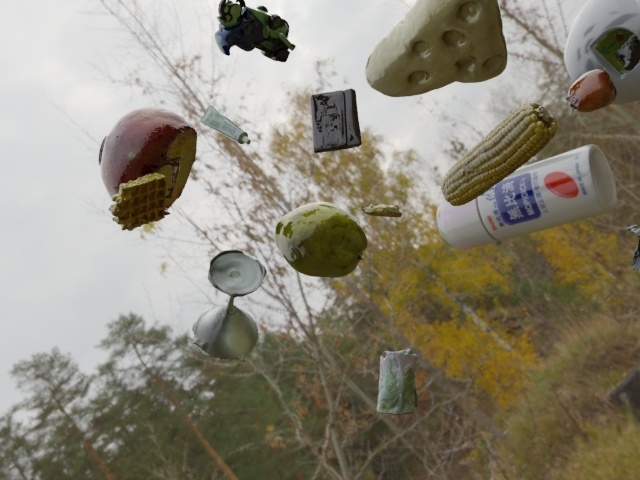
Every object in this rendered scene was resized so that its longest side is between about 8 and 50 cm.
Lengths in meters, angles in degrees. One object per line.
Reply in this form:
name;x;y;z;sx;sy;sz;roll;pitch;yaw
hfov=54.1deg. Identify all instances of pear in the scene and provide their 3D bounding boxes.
pear;0.000;0.000;2.141;0.269;0.322;0.268;19;-90;-76

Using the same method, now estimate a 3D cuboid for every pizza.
pizza;0.212;-0.100;2.053;0.160;0.035;0.099;3;-8;-32

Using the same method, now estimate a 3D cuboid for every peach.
peach;-0.623;-0.282;2.235;0.335;0.310;0.405;-69;2;-47

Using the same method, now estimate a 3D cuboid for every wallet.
wallet;0.052;-0.437;2.278;0.182;0.228;0.049;-7;-13;14

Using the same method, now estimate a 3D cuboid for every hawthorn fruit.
hawthorn fruit;0.537;-0.294;1.253;0.093;0.081;0.081;-27;-7;29

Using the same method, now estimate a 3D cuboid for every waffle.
waffle;-0.584;-0.115;1.994;0.211;0.055;0.160;-33;-43;-53

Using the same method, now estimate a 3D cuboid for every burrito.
burrito;0.263;0.487;2.153;0.089;0.144;0.228;-54;-37;-75

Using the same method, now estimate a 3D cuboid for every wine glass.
wine glass;-0.191;0.137;1.342;0.156;0.156;0.232;-33;-26;-36

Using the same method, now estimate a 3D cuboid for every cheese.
cheese;0.262;-0.491;1.472;0.351;0.129;0.328;-7;-27;10

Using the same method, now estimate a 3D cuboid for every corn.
corn;0.282;-0.133;1.021;0.080;0.080;0.231;-28;-12;-46

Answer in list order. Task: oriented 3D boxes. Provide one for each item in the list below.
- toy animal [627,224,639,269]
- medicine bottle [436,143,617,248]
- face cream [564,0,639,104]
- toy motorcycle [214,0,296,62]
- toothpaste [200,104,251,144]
toy animal;0.836;-0.014;1.604;0.108;0.062;0.220;-93;1;-69
medicine bottle;0.385;-0.073;1.231;0.341;0.130;0.130;-18;5;40
face cream;0.838;-0.543;1.658;0.219;0.312;0.357;-37;-8;-30
toy motorcycle;-0.232;-0.694;2.104;0.331;0.125;0.196;7;-61;-53
toothpaste;-0.287;-0.345;1.906;0.064;0.218;0.041;-58;-30;7
